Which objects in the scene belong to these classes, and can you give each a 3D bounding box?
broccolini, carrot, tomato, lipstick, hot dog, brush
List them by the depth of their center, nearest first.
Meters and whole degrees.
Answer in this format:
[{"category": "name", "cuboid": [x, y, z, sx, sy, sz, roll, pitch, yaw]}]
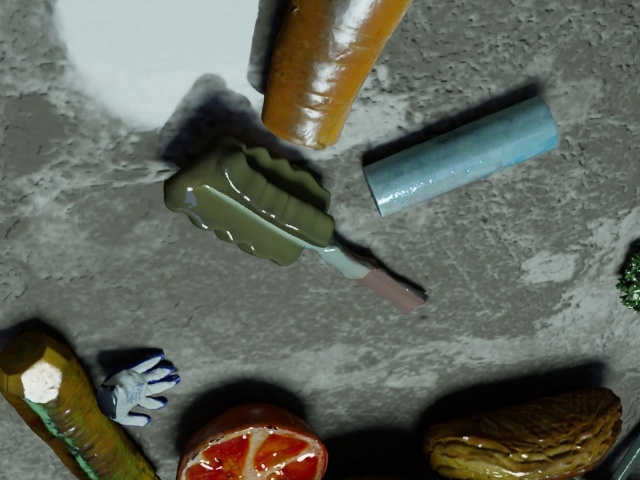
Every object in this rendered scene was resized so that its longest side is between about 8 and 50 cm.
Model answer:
[{"category": "carrot", "cuboid": [0.013, -0.156, 0.564, 0.087, 0.087, 0.193, 16, 124, -26]}, {"category": "lipstick", "cuboid": [0.115, -0.069, 0.679, 0.158, 0.048, 0.048, -22, 129, 2]}, {"category": "brush", "cuboid": [0.000, 0.000, 0.699, 0.084, 0.071, 0.301, -31, 139, 29]}, {"category": "carrot", "cuboid": [-0.216, 0.184, 0.766, 0.070, 0.070, 0.260, -22, 130, 1]}, {"category": "broccolini", "cuboid": [0.363, -0.040, 0.791, 0.057, 0.071, 0.254, 26, 114, 11]}, {"category": "tomato", "cuboid": [-0.071, 0.212, 0.825, 0.155, 0.069, 0.155, -7, 131, -8]}, {"category": "hot dog", "cuboid": [0.226, 0.224, 0.894, 0.227, 0.099, 0.160, -16, 159, -6]}]

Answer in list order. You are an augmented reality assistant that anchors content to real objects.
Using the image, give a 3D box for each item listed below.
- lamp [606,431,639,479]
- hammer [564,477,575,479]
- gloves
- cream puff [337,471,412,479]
[{"category": "lamp", "cuboid": [0.480, 0.264, 1.017, 0.203, 0.124, 0.283, 17, 119, -50]}, {"category": "hammer", "cuboid": [0.320, 0.406, 1.062, 0.111, 0.043, 0.365, -44, 141, -8]}, {"category": "gloves", "cuboid": [-0.166, 0.140, 0.750, 0.086, 0.026, 0.064, -24, 119, -49]}, {"category": "cream puff", "cuboid": [0.063, 0.356, 0.866, 0.303, 0.212, 0.303, -5, 164, -1]}]
